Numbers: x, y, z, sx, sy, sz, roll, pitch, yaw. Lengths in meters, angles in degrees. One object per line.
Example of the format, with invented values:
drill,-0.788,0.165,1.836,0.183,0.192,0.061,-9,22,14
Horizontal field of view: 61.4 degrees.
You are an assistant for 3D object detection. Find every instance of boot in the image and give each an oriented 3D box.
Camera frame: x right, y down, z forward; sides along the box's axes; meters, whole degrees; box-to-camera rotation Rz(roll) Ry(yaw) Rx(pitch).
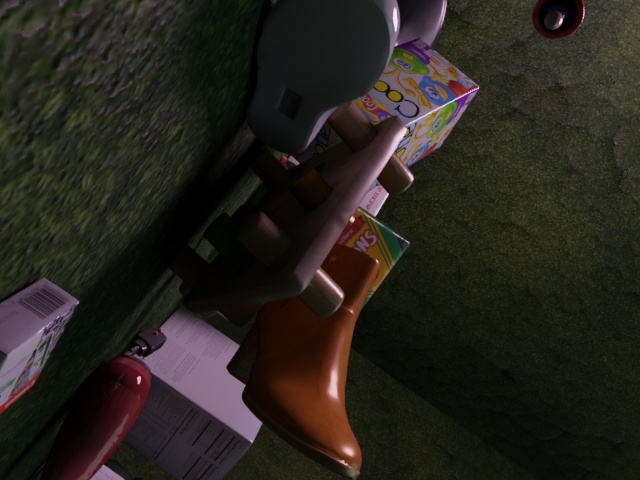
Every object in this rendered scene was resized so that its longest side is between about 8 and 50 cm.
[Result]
boot,0.114,-0.338,0.982,0.338,0.118,0.222,-60,173,20
boot,0.008,-0.172,0.459,0.124,0.095,0.258,-62,-167,-18
boot,0.005,0.105,0.602,0.211,0.104,0.295,-53,-154,-9

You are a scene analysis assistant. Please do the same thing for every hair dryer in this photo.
hair dryer,-0.285,0.258,0.737,0.293,0.080,0.224,-55,164,-82

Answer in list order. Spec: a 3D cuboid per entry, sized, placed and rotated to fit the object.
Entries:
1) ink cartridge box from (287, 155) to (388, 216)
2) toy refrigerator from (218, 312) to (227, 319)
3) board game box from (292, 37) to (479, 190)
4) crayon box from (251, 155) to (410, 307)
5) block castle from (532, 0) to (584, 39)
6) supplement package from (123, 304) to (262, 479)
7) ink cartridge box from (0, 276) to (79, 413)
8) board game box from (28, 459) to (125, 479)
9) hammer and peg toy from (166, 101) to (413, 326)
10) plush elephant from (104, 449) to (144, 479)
ink cartridge box,0.031,-0.129,1.262,0.171,0.232,0.168,-56,-177,-27
toy refrigerator,-0.195,0.065,1.392,0.270,0.102,0.094,-54,-177,-3
board game box,0.100,-0.194,0.848,0.275,0.142,0.144,-33,161,-39
crayon box,0.000,0.000,1.095,0.202,0.318,0.081,-55,-155,9
block castle,0.415,-0.580,0.824,0.213,0.303,0.453,-56,-178,-40
supplement package,-0.252,0.312,1.064,0.198,0.262,0.199,-53,-178,26
ink cartridge box,-0.190,0.081,0.312,0.115,0.029,0.063,-54,-177,21
board game box,-0.314,0.457,0.780,0.053,0.305,0.193,-50,-176,33
hammer and peg toy,-0.067,-0.022,0.684,0.361,0.127,0.266,-16,-146,53
plush elephant,-0.384,0.514,0.910,0.255,0.271,0.330,-117,-146,-58
